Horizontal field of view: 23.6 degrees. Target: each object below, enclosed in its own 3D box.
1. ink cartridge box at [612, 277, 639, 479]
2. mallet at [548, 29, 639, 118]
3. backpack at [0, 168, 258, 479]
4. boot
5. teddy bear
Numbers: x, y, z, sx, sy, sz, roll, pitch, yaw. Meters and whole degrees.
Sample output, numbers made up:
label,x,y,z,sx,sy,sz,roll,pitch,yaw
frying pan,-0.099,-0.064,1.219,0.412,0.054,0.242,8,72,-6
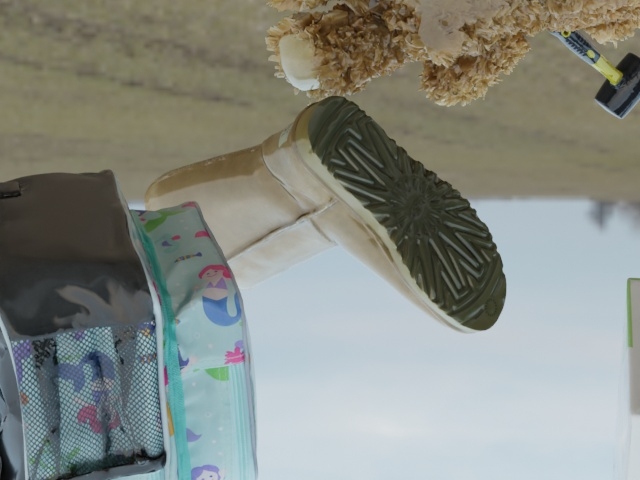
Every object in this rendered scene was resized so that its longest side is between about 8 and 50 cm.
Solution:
label,x,y,z,sx,sy,sz,roll,pitch,yaw
ink cartridge box,0.375,0.238,1.628,0.119,0.353,0.207,2,-139,8
mallet,0.269,-0.179,1.454,0.039,0.062,0.190,43,-177,35
backpack,-0.140,0.097,0.978,0.191,0.253,0.225,-2,-159,-14
boot,0.000,0.000,1.267,0.089,0.236,0.269,-47,-167,-32
teddy bear,0.104,-0.220,1.259,0.338,0.245,0.113,-26,-159,15
